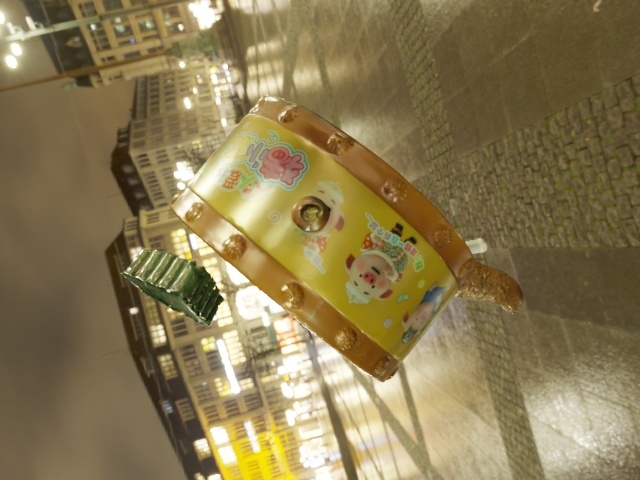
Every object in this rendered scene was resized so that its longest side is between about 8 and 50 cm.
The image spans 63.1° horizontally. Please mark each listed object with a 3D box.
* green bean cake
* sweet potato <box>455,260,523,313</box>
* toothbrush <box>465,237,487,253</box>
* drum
[{"bbox_3d":[-0.363,0.113,1.303,0.193,0.208,0.107,71,-141,-58],"label":"green bean cake"},{"bbox_3d":[0.293,0.080,1.109,0.114,0.341,0.092,127,160,-70],"label":"sweet potato"},{"bbox_3d":[0.151,0.044,1.021,0.025,0.342,0.030,-56,-52,-65],"label":"toothbrush"},{"bbox_3d":[0.000,0.000,0.782,0.431,0.214,0.431,39,176,3],"label":"drum"}]
